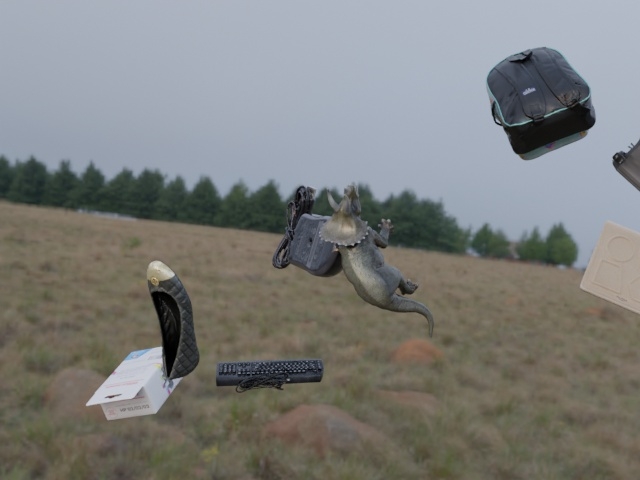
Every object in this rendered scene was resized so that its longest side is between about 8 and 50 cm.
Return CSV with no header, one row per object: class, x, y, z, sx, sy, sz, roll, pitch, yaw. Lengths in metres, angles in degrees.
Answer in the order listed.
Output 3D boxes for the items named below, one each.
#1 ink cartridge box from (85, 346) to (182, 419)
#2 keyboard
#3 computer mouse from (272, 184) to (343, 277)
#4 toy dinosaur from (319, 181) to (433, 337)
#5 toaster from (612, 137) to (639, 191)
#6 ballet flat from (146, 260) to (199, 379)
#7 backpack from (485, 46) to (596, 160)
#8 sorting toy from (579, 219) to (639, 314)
ink cartridge box,-0.326,0.262,1.502,0.104,0.062,0.181,-12,19,21
keyboard,-0.088,0.226,1.482,0.192,0.038,0.100,-3,23,-5
computer mouse,0.000,0.000,1.691,0.072,0.188,0.272,17,5,-27
toy dinosaur,0.090,0.052,1.516,0.121,0.313,0.160,-25,-4,33
toaster,0.605,-0.136,1.423,0.227,0.146,0.129,-29,-18,-41
ballet flat,-0.204,0.110,1.147,0.057,0.173,0.049,2,23,37
backpack,0.385,-0.248,1.498,0.166,0.188,0.144,-24,-37,7
sorting toy,0.734,0.072,1.988,0.193,0.208,0.038,24,-22,11
